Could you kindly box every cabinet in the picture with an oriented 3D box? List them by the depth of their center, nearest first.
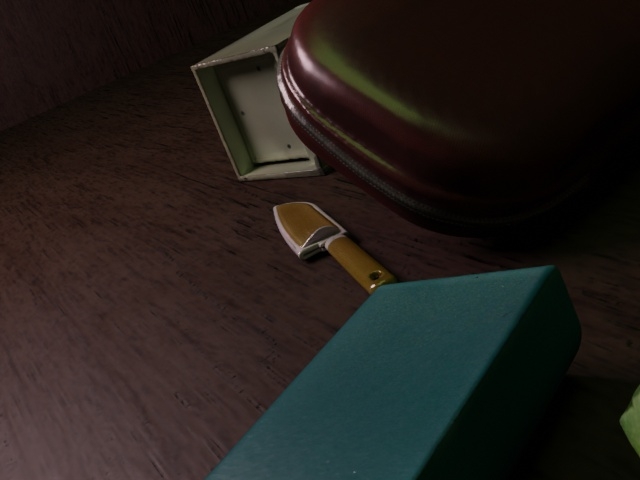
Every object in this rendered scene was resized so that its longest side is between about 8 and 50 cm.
[{"bbox_3d":[-0.008,-0.181,0.925,0.150,0.145,0.206,-1,30,41],"label":"cabinet"}]

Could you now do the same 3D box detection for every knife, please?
[{"bbox_3d":[0.000,-0.001,0.669,0.046,0.022,0.256,-29,23,-8],"label":"knife"}]

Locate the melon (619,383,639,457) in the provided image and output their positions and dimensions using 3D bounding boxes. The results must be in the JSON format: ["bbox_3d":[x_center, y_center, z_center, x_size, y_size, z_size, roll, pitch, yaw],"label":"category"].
[{"bbox_3d":[0.211,0.091,0.139,0.196,0.124,0.323,-22,28,3],"label":"melon"}]

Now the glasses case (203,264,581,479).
[{"bbox_3d":[0.005,0.119,0.336,0.117,0.070,0.301,-8,27,43],"label":"glasses case"}]

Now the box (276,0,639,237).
[{"bbox_3d":[0.157,-0.160,0.657,0.404,0.108,0.263,-36,61,-29],"label":"box"}]
